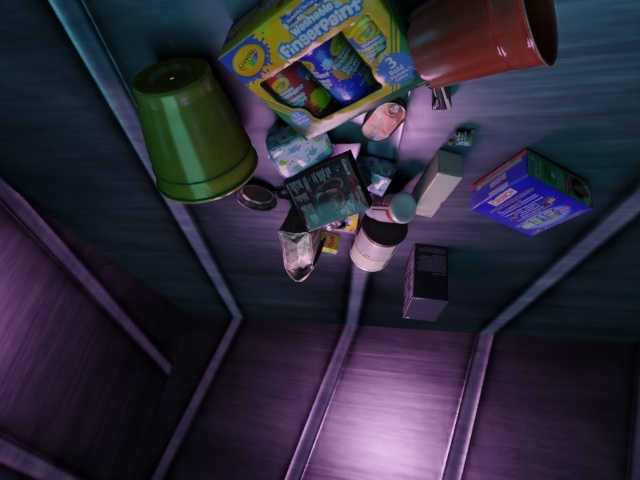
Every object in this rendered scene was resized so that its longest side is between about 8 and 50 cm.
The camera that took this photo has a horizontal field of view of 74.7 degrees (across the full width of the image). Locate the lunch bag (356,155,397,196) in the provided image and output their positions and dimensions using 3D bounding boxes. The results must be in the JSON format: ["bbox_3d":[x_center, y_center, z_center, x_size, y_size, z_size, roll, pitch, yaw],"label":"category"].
[{"bbox_3d":[0.196,-0.252,1.598,0.151,0.096,0.129,25,153,2],"label":"lunch bag"}]

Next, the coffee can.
[{"bbox_3d":[0.256,-0.003,1.901,0.201,0.202,0.275,12,151,-3],"label":"coffee can"}]

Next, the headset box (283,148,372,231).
[{"bbox_3d":[0.045,-0.189,1.562,0.292,0.110,0.218,-20,107,20],"label":"headset box"}]

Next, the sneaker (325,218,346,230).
[{"bbox_3d":[0.054,-0.116,1.793,0.106,0.078,0.234,5,153,22],"label":"sneaker"}]

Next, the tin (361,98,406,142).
[{"bbox_3d":[0.208,-0.397,1.385,0.106,0.040,0.189,16,151,-19],"label":"tin"}]

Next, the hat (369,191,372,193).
[{"bbox_3d":[0.098,-0.228,1.713,0.208,0.173,0.183,35,107,-30],"label":"hat"}]

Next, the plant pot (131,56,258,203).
[{"bbox_3d":[-0.418,-0.373,1.355,0.365,0.367,0.353,4,139,12],"label":"plant pot"}]

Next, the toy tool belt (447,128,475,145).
[{"bbox_3d":[0.468,-0.345,1.392,0.083,0.052,0.051,2,119,8],"label":"toy tool belt"}]

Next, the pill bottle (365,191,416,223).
[{"bbox_3d":[0.274,-0.133,1.679,0.121,0.121,0.221,24,176,-24],"label":"pill bottle"}]

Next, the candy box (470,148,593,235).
[{"bbox_3d":[0.766,-0.161,1.541,0.316,0.122,0.268,20,151,-19],"label":"candy box"}]

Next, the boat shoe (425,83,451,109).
[{"bbox_3d":[0.329,-0.450,1.213,0.064,0.075,0.206,-7,153,28],"label":"boat shoe"}]

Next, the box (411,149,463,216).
[{"bbox_3d":[0.431,-0.207,1.578,0.094,0.113,0.275,12,152,-5],"label":"box"}]

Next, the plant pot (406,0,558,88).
[{"bbox_3d":[0.362,-0.492,0.962,0.264,0.273,0.272,-6,149,42],"label":"plant pot"}]

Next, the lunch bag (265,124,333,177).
[{"bbox_3d":[-0.073,-0.326,1.475,0.218,0.090,0.176,-25,143,6],"label":"lunch bag"}]

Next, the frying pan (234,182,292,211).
[{"bbox_3d":[-0.238,-0.210,1.846,0.325,0.053,0.197,-17,141,37],"label":"frying pan"}]

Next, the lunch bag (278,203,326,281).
[{"bbox_3d":[-0.073,0.013,1.907,0.168,0.235,0.287,3,126,13],"label":"lunch bag"}]

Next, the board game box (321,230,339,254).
[{"bbox_3d":[0.000,0.000,2.103,0.181,0.092,0.043,14,150,-7],"label":"board game box"}]

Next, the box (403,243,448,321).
[{"bbox_3d":[0.531,0.221,2.123,0.182,0.294,0.296,7,152,5],"label":"box"}]

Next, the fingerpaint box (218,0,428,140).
[{"bbox_3d":[0.017,-0.504,1.120,0.444,0.163,0.371,-15,143,37],"label":"fingerpaint box"}]

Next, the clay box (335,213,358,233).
[{"bbox_3d":[0.109,-0.113,1.906,0.127,0.053,0.222,9,152,4],"label":"clay box"}]

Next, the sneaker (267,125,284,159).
[{"bbox_3d":[-0.143,-0.348,1.554,0.074,0.063,0.170,25,144,-13],"label":"sneaker"}]
